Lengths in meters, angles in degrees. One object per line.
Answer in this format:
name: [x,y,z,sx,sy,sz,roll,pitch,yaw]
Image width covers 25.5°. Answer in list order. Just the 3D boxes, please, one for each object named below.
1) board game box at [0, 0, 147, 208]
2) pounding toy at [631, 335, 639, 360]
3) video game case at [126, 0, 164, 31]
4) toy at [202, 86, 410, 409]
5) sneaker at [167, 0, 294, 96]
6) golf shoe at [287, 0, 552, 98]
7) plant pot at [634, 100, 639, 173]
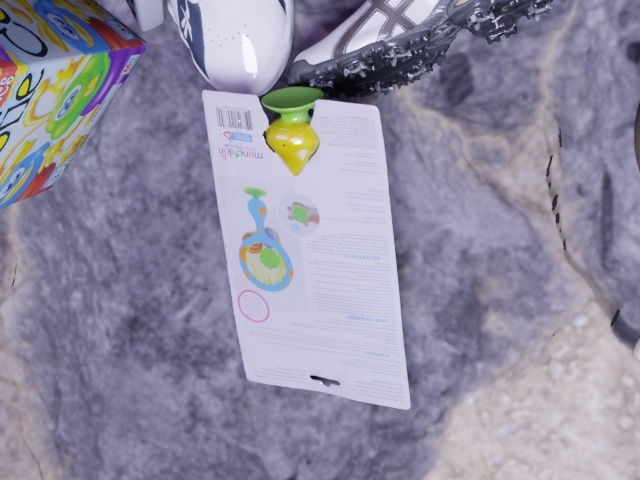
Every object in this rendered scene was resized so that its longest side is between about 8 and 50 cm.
board game box: [-0.248,-0.109,0.934,0.144,0.275,0.142,38,106,2]
pounding toy: [0.327,0.125,0.919,0.269,0.154,0.155,25,105,7]
video game case: [-0.150,-0.232,0.933,0.022,0.190,0.173,-27,93,-5]
toy: [0.000,0.000,1.006,0.137,0.056,0.237,8,124,27]
sneaker: [-0.082,-0.206,0.942,0.094,0.153,0.235,0,101,13]
golf shoe: [0.061,-0.164,0.971,0.198,0.077,0.094,-23,74,17]
plant pot: [0.302,-0.080,0.824,0.263,0.229,0.263,5,74,-16]
